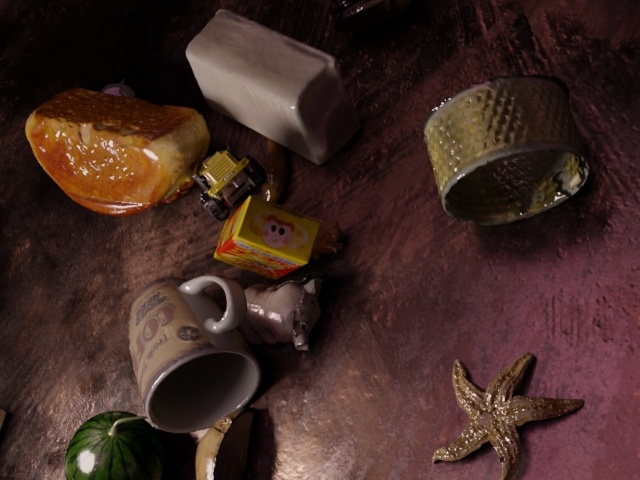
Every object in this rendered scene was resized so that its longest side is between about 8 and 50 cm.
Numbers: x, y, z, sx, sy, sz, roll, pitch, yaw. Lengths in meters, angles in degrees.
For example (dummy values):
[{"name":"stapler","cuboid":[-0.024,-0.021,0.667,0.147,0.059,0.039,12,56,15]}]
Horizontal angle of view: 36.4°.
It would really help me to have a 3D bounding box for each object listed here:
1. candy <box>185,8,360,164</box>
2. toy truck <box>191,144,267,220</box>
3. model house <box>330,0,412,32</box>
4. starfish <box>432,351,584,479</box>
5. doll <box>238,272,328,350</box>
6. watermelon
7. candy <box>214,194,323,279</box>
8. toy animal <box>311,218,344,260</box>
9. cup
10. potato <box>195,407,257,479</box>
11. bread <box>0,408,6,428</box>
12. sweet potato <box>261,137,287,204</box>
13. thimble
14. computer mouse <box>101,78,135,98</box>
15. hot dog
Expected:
[{"name":"candy","cuboid":[-0.101,-0.312,1.975,0.358,0.208,0.145,31,70,32]},{"name":"toy truck","cuboid":[-0.185,-0.116,1.905,0.136,0.286,0.111,-42,94,-7]},{"name":"model house","cuboid":[0.106,-0.533,2.018,0.203,0.141,0.164,-19,73,21]},{"name":"starfish","cuboid":[0.297,0.290,1.640,0.277,0.062,0.236,-28,54,19]},{"name":"doll","cuboid":[-0.079,0.132,1.860,0.192,0.095,0.149,-1,67,29]},{"name":"watermelon","cuboid":[-0.387,0.411,1.827,0.187,0.215,0.188,3,44,-3]},{"name":"candy","cuboid":[-0.103,-0.001,1.808,0.146,0.276,0.088,22,76,-12]},{"name":"toy animal","cuboid":[0.000,0.000,1.898,0.083,0.060,0.081,0,109,25]},{"name":"cup","cuboid":[-0.245,0.169,1.833,0.301,0.227,0.257,-57,47,27]},{"name":"potato","cuboid":[-0.200,0.427,1.787,0.100,0.120,0.261,-6,67,31]},{"name":"bread","cuboid":[-0.761,0.405,2.061,0.148,0.134,0.141,11,75,18]},{"name":"sweet potato","cuboid":[-0.093,-0.150,2.008,0.053,0.054,0.182,-2,66,16]},{"name":"thimble","cuboid":[0.321,-0.152,1.677,0.270,0.271,0.150,-20,63,18]},{"name":"computer mouse","cuboid":[-0.486,-0.289,2.253,0.089,0.056,0.182,19,81,10]},{"name":"hot dog","cuboid":[-0.424,-0.178,2.082,0.405,0.223,0.185,13,37,23]}]
